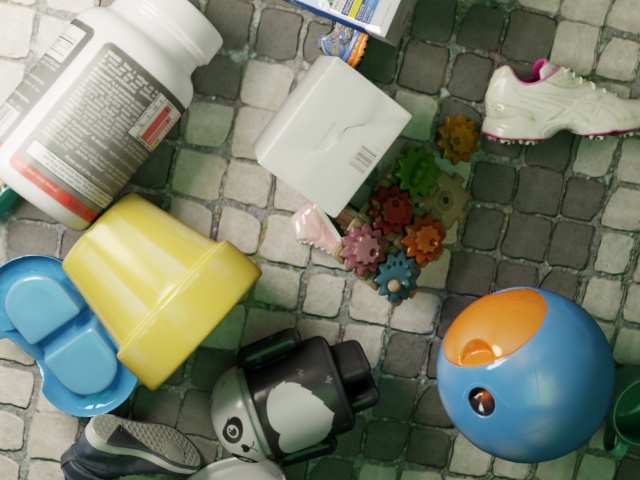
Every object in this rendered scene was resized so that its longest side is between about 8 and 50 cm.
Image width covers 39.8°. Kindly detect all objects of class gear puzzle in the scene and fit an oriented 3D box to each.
[{"bbox_3d":[0.174,-0.061,1.470,0.175,0.044,0.339,39,79,-22],"label":"gear puzzle"}]

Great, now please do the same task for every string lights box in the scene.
[{"bbox_3d":[0.021,-0.407,1.343,0.259,0.077,0.133,26,99,17],"label":"string lights box"}]

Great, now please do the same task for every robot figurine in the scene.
[{"bbox_3d":[-0.046,0.264,1.480,0.278,0.173,0.209,-19,77,-3],"label":"robot figurine"}]

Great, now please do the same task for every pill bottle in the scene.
[{"bbox_3d":[-0.323,-0.211,1.319,0.210,0.210,0.363,40,85,-13],"label":"pill bottle"}]

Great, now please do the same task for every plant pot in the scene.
[{"bbox_3d":[-0.260,0.063,1.383,0.239,0.254,0.254,43,94,-4],"label":"plant pot"}]

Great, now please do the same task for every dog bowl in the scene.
[{"bbox_3d":[-0.423,0.149,1.464,0.166,0.074,0.297,-35,104,1],"label":"dog bowl"}]

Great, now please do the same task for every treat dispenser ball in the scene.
[{"bbox_3d":[0.336,0.220,1.459,0.288,0.288,0.288,-1,102,-7],"label":"treat dispenser ball"}]

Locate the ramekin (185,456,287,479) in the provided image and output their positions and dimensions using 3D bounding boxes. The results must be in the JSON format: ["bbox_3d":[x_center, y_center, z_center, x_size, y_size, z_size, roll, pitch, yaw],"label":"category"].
[{"bbox_3d":[-0.145,0.472,1.503,0.207,0.207,0.109,-15,112,-4],"label":"ramekin"}]

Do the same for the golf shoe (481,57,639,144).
[{"bbox_3d":[0.420,-0.233,1.468,0.306,0.115,0.140,-4,99,-7],"label":"golf shoe"}]

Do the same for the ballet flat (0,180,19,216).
[{"bbox_3d":[-0.572,-0.022,1.415,0.086,0.086,0.248,38,94,-13],"label":"ballet flat"}]

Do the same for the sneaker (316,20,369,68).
[{"bbox_3d":[0.051,-0.389,1.407,0.087,0.083,0.221,15,96,-2],"label":"sneaker"}]

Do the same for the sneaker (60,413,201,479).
[{"bbox_3d":[-0.334,0.386,1.523,0.226,0.086,0.163,26,118,-32],"label":"sneaker"}]

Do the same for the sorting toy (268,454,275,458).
[{"bbox_3d":[-0.107,0.348,1.574,0.062,0.012,0.083,6,104,-3],"label":"sorting toy"}]

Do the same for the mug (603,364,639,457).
[{"bbox_3d":[0.559,0.298,1.601,0.157,0.097,0.129,-29,104,1],"label":"mug"}]

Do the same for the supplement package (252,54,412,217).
[{"bbox_3d":[0.011,-0.168,1.383,0.149,0.203,0.194,37,96,-13],"label":"supplement package"}]

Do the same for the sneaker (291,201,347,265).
[{"bbox_3d":[0.000,0.000,1.496,0.070,0.051,0.134,-33,100,2],"label":"sneaker"}]

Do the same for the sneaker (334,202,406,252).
[{"bbox_3d":[0.072,-0.002,1.495,0.188,0.066,0.071,36,95,-12],"label":"sneaker"}]
